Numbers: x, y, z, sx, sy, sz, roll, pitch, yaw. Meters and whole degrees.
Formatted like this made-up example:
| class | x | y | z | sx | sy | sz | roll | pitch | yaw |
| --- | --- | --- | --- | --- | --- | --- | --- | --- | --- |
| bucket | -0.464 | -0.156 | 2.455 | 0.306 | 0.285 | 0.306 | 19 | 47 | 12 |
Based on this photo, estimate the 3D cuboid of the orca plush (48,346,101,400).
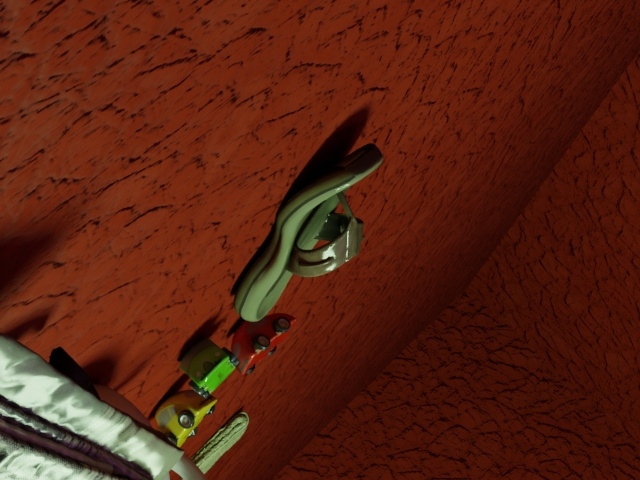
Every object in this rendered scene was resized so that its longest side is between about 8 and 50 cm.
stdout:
| class | x | y | z | sx | sy | sz | roll | pitch | yaw |
| --- | --- | --- | --- | --- | --- | --- | --- | --- | --- |
| orca plush | -0.286 | 0.150 | 1.100 | 0.287 | 0.102 | 0.151 | -41 | 125 | -52 |

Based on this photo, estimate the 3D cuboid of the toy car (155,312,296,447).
| class | x | y | z | sx | sy | sz | roll | pitch | yaw |
| --- | --- | --- | --- | --- | --- | --- | --- | --- | --- |
| toy car | -0.130 | 0.154 | 1.795 | 0.239 | 0.053 | 0.225 | -46 | 170 | -8 |

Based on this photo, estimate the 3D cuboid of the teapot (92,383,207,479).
| class | x | y | z | sx | sy | sz | roll | pitch | yaw |
| --- | --- | --- | --- | --- | --- | --- | --- | --- | --- |
| teapot | -0.230 | 0.276 | 1.457 | 0.256 | 0.187 | 0.252 | -45 | 171 | -16 |

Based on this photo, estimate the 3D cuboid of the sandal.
| class | x | y | z | sx | sy | sz | roll | pitch | yaw |
| --- | --- | --- | --- | --- | --- | --- | --- | --- | --- |
| sandal | 0.000 | 0.000 | 1.626 | 0.120 | 0.086 | 0.303 | -39 | 167 | -41 |

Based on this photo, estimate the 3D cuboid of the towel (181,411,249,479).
| class | x | y | z | sx | sy | sz | roll | pitch | yaw |
| --- | --- | --- | --- | --- | --- | --- | --- | --- | --- |
| towel | -0.174 | 0.345 | 2.455 | 0.148 | 0.027 | 0.110 | -44 | 171 | -16 |

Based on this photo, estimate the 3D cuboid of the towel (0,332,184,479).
| class | x | y | z | sx | sy | sz | roll | pitch | yaw |
| --- | --- | --- | --- | --- | --- | --- | --- | --- | --- |
| towel | -0.262 | 0.214 | 0.981 | 0.324 | 0.056 | 0.312 | -53 | 140 | -3 |
